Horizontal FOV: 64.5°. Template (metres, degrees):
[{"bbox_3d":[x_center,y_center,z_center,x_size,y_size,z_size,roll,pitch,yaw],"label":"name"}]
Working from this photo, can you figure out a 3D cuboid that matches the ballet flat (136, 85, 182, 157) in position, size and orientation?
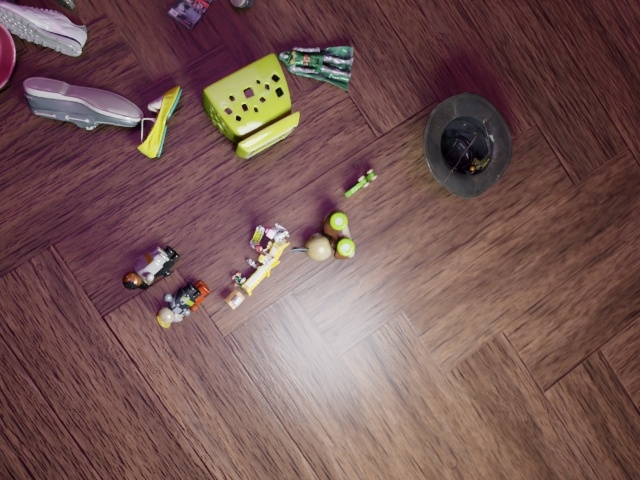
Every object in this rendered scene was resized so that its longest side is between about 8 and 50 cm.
[{"bbox_3d":[-0.475,-0.357,1.481,0.077,0.077,0.231,19,87,-24],"label":"ballet flat"}]

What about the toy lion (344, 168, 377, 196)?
[{"bbox_3d":[0.120,-0.172,1.570,0.034,0.096,0.100,51,41,-3],"label":"toy lion"}]

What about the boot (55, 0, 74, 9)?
[{"bbox_3d":[-0.732,-0.804,1.477,0.189,0.076,0.208,42,75,-7],"label":"boot"}]

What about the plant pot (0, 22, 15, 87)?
[{"bbox_3d":[-0.974,-0.519,1.368,0.180,0.201,0.201,19,84,8],"label":"plant pot"}]

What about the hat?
[{"bbox_3d":[0.435,-0.301,1.596,0.331,0.134,0.331,-5,104,-20],"label":"hat"}]

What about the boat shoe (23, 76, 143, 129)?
[{"bbox_3d":[-0.678,-0.377,1.461,0.319,0.116,0.099,12,128,-15],"label":"boat shoe"}]

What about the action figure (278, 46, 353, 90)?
[{"bbox_3d":[-0.017,-0.554,1.577,0.232,0.063,0.137,7,89,-5],"label":"action figure"}]

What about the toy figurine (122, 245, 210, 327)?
[{"bbox_3d":[-0.430,0.129,1.401,0.148,0.209,0.213,-42,93,-3],"label":"toy figurine"}]

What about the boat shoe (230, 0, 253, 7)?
[{"bbox_3d":[-0.266,-0.809,1.560,0.065,0.075,0.206,-16,82,-52],"label":"boat shoe"}]

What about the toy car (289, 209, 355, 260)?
[{"bbox_3d":[0.000,0.000,1.513,0.188,0.155,0.149,-16,90,3],"label":"toy car"}]

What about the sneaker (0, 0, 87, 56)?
[{"bbox_3d":[-0.786,-0.612,1.428,0.235,0.090,0.095,19,70,-33],"label":"sneaker"}]

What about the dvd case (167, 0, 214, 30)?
[{"bbox_3d":[-0.395,-0.714,1.547,0.087,0.013,0.119,34,81,-6],"label":"dvd case"}]

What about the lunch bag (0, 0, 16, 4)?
[{"bbox_3d":[-0.977,-0.692,1.416,0.219,0.090,0.176,3,88,-9],"label":"lunch bag"}]

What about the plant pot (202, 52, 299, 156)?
[{"bbox_3d":[-0.192,-0.370,1.460,0.227,0.228,0.207,-31,98,-10],"label":"plant pot"}]

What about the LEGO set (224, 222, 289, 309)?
[{"bbox_3d":[-0.200,0.060,1.495,0.107,0.132,0.287,40,105,12],"label":"LEGO set"}]
